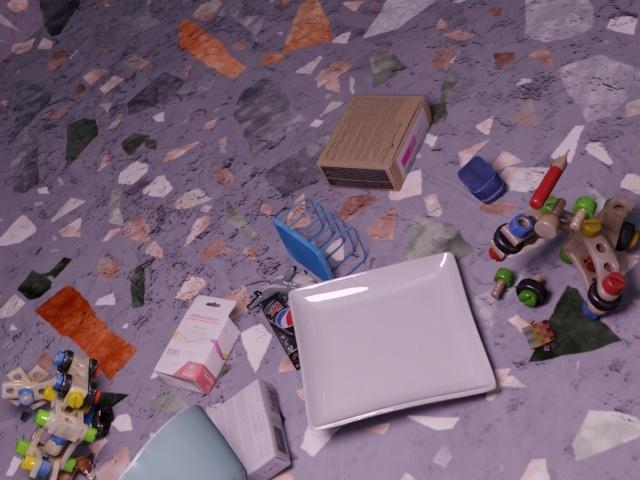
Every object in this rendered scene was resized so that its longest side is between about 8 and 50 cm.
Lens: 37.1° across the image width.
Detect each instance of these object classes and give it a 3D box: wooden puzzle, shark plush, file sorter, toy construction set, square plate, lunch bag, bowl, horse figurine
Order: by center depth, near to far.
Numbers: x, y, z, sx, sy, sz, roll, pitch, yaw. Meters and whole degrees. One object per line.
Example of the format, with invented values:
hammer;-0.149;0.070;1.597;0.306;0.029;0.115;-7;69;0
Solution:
bowl;-0.237;0.455;1.638;0.163;0.311;0.311;31;66;13
toy construction set;0.457;-0.039;1.728;0.257;0.308;0.237;18;55;29
wooden puzzle;0.402;0.173;1.753;0.049;0.006;0.083;-22;44;8
square plate;0.126;0.192;1.819;0.344;0.049;0.347;-14;45;3
horse figurine;-0.565;0.535;1.884;0.263;0.066;0.174;-24;49;2
toy construction set;-0.537;0.345;1.924;0.215;0.151;0.327;-61;35;13
lunch bag;0.342;-0.127;2.020;0.067;0.065;0.098;-42;44;10
shark plush;-0.087;0.110;2.036;0.161;0.073;0.067;-21;74;2
file sorter;0.000;0.000;2.045;0.104;0.118;0.170;-39;44;-16

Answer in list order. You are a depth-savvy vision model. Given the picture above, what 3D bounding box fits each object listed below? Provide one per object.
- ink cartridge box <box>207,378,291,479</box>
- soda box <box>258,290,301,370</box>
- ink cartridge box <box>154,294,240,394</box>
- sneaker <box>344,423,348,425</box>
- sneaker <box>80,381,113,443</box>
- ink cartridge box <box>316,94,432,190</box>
ink cartridge box;-0.173;0.401;1.828;0.232;0.066;0.189;-40;40;20
soda box;-0.067;0.182;1.951;0.053;0.060;0.169;-30;44;-5
ink cartridge box;-0.249;0.216;2.010;0.115;0.067;0.198;8;56;32
sneaker;0.016;0.311;1.805;0.069;0.038;0.098;-17;44;12
sneaker;-0.473;0.353;2.008;0.085;0.058;0.152;-16;42;10
ink cartridge box;0.128;-0.230;2.208;0.193;0.088;0.234;7;54;31
